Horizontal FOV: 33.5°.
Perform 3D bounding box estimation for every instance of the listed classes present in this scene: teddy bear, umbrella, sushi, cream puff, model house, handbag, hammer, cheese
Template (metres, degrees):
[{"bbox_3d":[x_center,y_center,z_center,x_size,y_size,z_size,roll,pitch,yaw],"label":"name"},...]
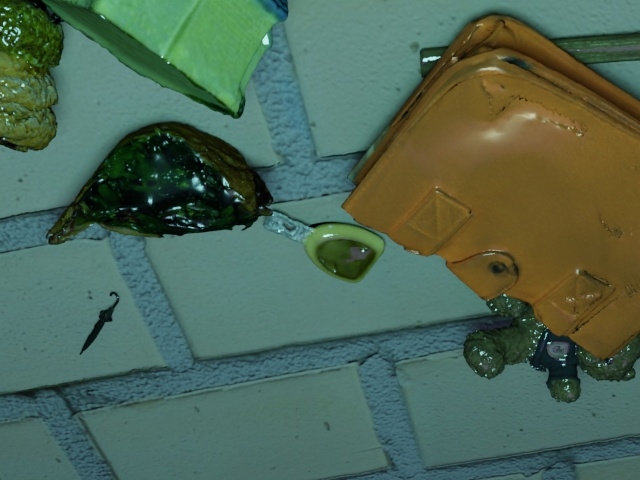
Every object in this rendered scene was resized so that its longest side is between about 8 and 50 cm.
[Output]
[{"bbox_3d":[0.318,0.121,1.460,0.251,0.129,0.182,14,97,-9],"label":"teddy bear"},{"bbox_3d":[-0.319,0.126,1.535,0.022,0.022,0.149,46,128,16],"label":"umbrella"},{"bbox_3d":[-0.199,-0.067,1.281,0.287,0.140,0.149,-4,138,2],"label":"sushi"},{"bbox_3d":[-0.347,-0.206,1.165,0.183,0.183,0.169,28,98,-23],"label":"cream puff"},{"bbox_3d":[-0.141,-0.262,1.106,0.214,0.195,0.189,33,87,-35],"label":"model house"},{"bbox_3d":[0.265,-0.050,1.250,0.410,0.116,0.303,29,124,-14],"label":"handbag"},{"bbox_3d":[0.298,-0.216,1.223,0.365,0.043,0.111,-3,133,6],"label":"hammer"},{"bbox_3d":[0.000,0.000,1.411,0.162,0.036,0.086,24,126,-20],"label":"cheese"}]
